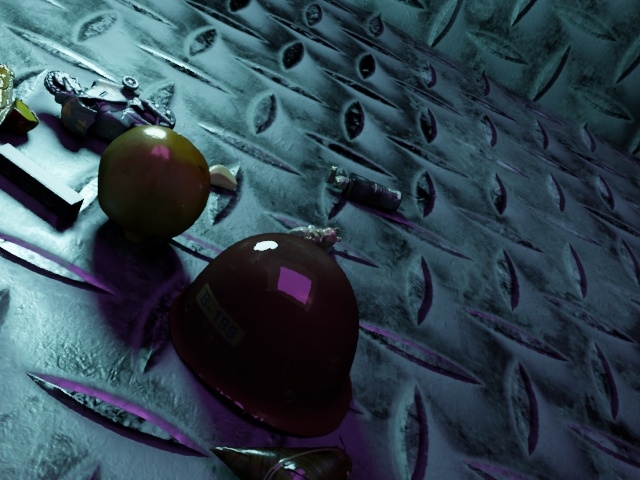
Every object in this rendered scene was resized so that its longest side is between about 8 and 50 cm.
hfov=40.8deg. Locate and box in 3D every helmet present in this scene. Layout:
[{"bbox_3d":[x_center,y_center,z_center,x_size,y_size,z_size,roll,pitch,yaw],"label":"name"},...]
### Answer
[{"bbox_3d":[-0.059,0.123,1.513,0.338,0.230,0.385,0,40,-42],"label":"helmet"}]

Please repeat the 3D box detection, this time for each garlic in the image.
[{"bbox_3d":[-0.227,-0.145,1.953,0.083,0.041,0.053,23,35,-28],"label":"garlic"}]

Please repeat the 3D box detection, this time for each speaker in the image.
[{"bbox_3d":[-0.537,-0.112,1.628,0.191,0.040,0.046,34,28,8],"label":"speaker"}]

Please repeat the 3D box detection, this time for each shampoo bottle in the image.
[{"bbox_3d":[0.109,-0.133,2.207,0.208,0.063,0.057,18,21,-19],"label":"shampoo bottle"}]

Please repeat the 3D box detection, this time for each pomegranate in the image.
[{"bbox_3d":[-0.314,-0.110,1.634,0.233,0.233,0.233,22,31,-14],"label":"pomegranate"}]

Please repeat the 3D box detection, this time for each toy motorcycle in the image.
[{"bbox_3d":[-0.459,-0.280,1.896,0.307,0.108,0.173,16,42,-26],"label":"toy motorcycle"}]

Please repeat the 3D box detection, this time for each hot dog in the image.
[{"bbox_3d":[-0.686,-0.280,1.700,0.144,0.075,0.268,8,39,-16],"label":"hot dog"}]

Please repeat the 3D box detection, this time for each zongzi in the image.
[{"bbox_3d":[-0.052,0.342,1.343,0.184,0.084,0.187,30,21,20],"label":"zongzi"}]

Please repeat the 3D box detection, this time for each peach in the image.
[{"bbox_3d":[-0.620,-0.256,1.759,0.083,0.050,0.077,50,12,15],"label":"peach"}]

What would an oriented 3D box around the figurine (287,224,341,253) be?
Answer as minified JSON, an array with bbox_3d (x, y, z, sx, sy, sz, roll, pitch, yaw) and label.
[{"bbox_3d":[0.002,0.010,1.879,0.146,0.081,0.098,-1,6,-43],"label":"figurine"}]
